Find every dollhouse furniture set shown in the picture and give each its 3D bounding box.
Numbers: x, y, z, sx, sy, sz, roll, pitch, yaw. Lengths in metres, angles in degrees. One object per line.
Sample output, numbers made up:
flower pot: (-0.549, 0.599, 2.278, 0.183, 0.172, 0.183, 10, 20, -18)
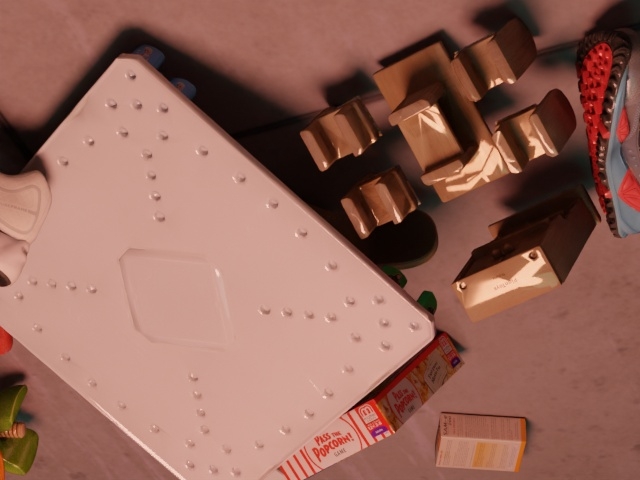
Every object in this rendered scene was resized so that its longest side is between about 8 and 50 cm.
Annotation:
dollhouse furniture set: (0.146, -0.073, 1.845, 0.212, 0.161, 0.242, -25, 101, 27)

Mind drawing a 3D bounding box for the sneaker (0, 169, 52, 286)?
sneaker: (-0.392, -0.070, 1.881, 0.292, 0.118, 0.110, 29, 164, 4)

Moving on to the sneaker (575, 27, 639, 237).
sneaker: (0.308, -0.113, 1.824, 0.125, 0.104, 0.262, -16, 145, 2)

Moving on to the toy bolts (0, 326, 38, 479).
toy bolts: (-0.420, 0.185, 2.128, 0.158, 0.218, 0.228, 1, 121, 11)

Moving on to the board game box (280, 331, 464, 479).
board game box: (0.053, 0.178, 2.091, 0.147, 0.193, 0.045, -31, 93, 31)

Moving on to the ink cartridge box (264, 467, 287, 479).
ink cartridge box: (-0.081, 0.291, 2.344, 0.115, 0.029, 0.063, -26, 132, 30)

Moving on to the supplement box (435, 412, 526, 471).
supplement box: (0.182, 0.231, 2.255, 0.098, 0.036, 0.062, 4, 139, -2)

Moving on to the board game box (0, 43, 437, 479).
board game box: (-0.133, 0.046, 1.939, 0.390, 0.050, 0.390, 41, 130, -6)

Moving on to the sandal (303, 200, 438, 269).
sandal: (-0.001, 0.006, 1.972, 0.240, 0.088, 0.079, 2, 161, 8)
